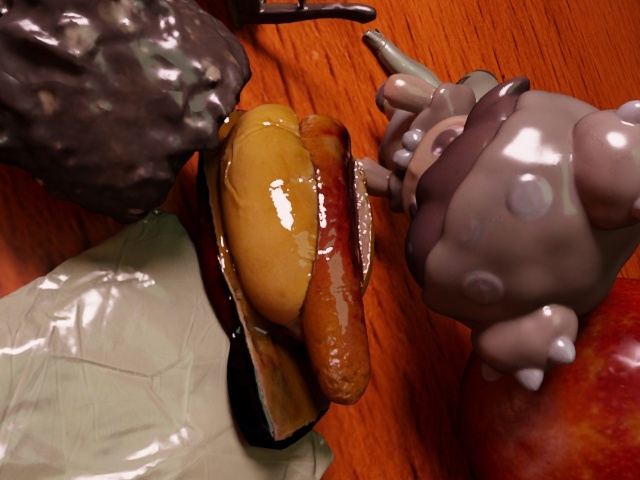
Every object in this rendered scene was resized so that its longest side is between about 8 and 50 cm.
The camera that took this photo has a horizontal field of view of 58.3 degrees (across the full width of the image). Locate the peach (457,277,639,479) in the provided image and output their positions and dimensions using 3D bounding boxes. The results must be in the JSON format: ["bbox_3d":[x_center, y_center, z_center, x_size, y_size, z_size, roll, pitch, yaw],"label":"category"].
[{"bbox_3d":[0.322,0.217,0.638,0.406,0.310,0.334,19,68,-43],"label":"peach"}]

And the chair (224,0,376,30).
[{"bbox_3d":[-0.101,-0.331,0.580,0.186,0.320,0.160,74,20,-67],"label":"chair"}]

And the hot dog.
[{"bbox_3d":[-0.004,-0.003,0.509,0.194,0.107,0.325,7,62,-54],"label":"hot dog"}]

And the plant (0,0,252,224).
[{"bbox_3d":[-0.174,-0.130,0.412,0.234,0.204,0.178,35,15,-12],"label":"plant"}]

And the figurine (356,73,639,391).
[{"bbox_3d":[0.153,-0.053,0.567,0.203,0.248,0.380,11,24,-26],"label":"figurine"}]

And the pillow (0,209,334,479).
[{"bbox_3d":[-0.135,0.146,0.416,0.274,0.076,0.280,-39,101,-42],"label":"pillow"}]

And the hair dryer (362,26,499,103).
[{"bbox_3d":[0.149,-0.162,0.783,0.225,0.088,0.218,15,69,-23],"label":"hair dryer"}]
